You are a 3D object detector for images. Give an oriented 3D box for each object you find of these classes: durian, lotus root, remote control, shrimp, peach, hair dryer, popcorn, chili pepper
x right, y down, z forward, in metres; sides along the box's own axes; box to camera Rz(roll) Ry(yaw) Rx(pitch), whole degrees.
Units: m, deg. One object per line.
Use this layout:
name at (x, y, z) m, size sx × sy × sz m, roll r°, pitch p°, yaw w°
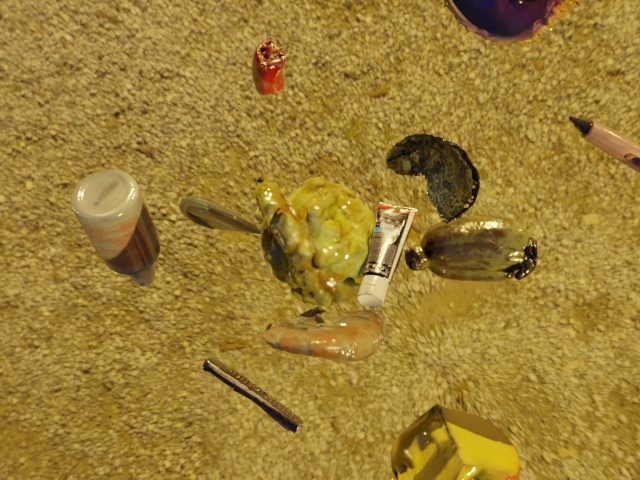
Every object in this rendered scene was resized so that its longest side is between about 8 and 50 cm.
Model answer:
durian at (0.295, -0.395, 0.999) m, size 0.260 × 0.154 × 0.186 m, roll 52°, pitch 128°, yaw 26°
lotus root at (0.357, 0.021, 1.537) m, size 0.309 × 0.173 × 0.173 m, roll 0°, pitch 80°, yaw 13°
remote control at (-0.121, 0.277, 1.151) m, size 0.212 × 0.059 × 0.028 m, roll 34°, pitch 87°, yaw 10°
shrimp at (0.014, 0.098, 0.713) m, size 0.126 × 0.223 × 0.047 m, roll 4°, pitch 92°, yaw 19°
peach at (0.337, 0.604, 1.655) m, size 0.242 × 0.380 × 0.306 m, roll 25°, pitch 99°, yaw -16°
hair dryer at (0.664, -0.167, 1.344) m, size 0.344 × 0.189 × 0.106 m, roll 27°, pitch 125°, yaw -6°
popcorn at (-0.002, -0.009, 1.526) m, size 0.279 × 0.274 × 0.335 m, roll -15°, pitch 92°, yaw -14°
chili pepper at (-0.103, -0.336, 1.273) m, size 0.073 × 0.123 × 0.070 m, roll 26°, pitch 71°, yaw 4°

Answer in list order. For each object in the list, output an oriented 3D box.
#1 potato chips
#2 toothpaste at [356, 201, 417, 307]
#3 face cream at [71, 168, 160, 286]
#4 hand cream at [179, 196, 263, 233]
potato chips at (0.239, -0.143, 1.374) m, size 0.220 × 0.202 × 0.029 m, roll 32°, pitch 53°, yaw 20°
toothpaste at (0.110, 0.018, 1.076) m, size 0.071 × 0.045 × 0.193 m, roll 10°, pitch 60°, yaw 14°
face cream at (-0.316, 0.000, 1.047) m, size 0.101 × 0.251 × 0.101 m, roll -1°, pitch 55°, yaw 2°
hand cream at (-0.218, -0.054, 1.335) m, size 0.120 × 0.270 × 0.061 m, roll 27°, pitch 83°, yaw -29°
